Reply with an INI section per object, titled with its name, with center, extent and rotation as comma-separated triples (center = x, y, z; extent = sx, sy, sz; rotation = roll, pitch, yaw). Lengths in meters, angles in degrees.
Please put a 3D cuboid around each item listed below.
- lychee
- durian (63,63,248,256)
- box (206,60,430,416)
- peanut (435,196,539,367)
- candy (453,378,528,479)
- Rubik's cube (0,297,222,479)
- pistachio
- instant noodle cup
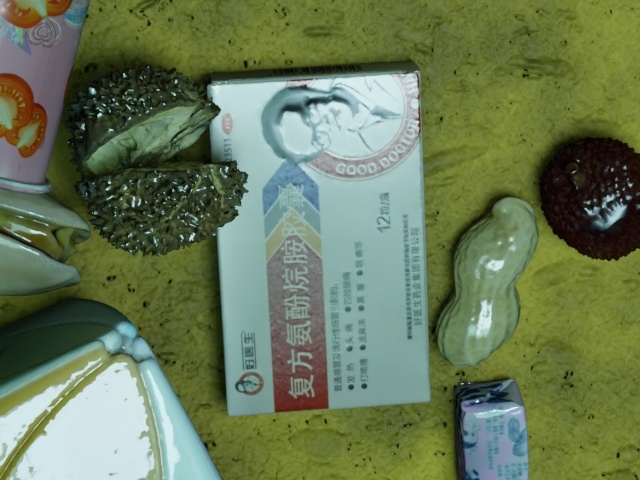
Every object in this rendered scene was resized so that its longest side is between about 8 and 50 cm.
[lychee]
center = 0.284, -0.038, 1.854
extent = 0.123, 0.123, 0.129
rotation = -21, 134, 1
[durian]
center = -0.166, -0.072, 1.769
extent = 0.167, 0.196, 0.196
rotation = 3, 106, -28
[box]
center = 0.000, 0.000, 1.865
extent = 0.214, 0.069, 0.353
rotation = -4, 104, -4
[peanut]
center = 0.173, 0.043, 1.886
extent = 0.082, 0.082, 0.187
rotation = 11, 103, -8
[candy]
center = 0.180, 0.229, 1.929
extent = 0.073, 0.092, 0.160
rotation = -4, 108, 1
[Rubik's cube]
center = -0.272, 0.278, 1.736
extent = 0.347, 0.351, 0.352
rotation = -29, 99, -12
[pistachio]
center = -0.334, -0.010, 1.786
extent = 0.223, 0.152, 0.126
rotation = 9, 70, 14
[instant noodle cup]
center = -0.329, -0.188, 1.705
extent = 0.243, 0.243, 0.231
rotation = 19, 95, -10
